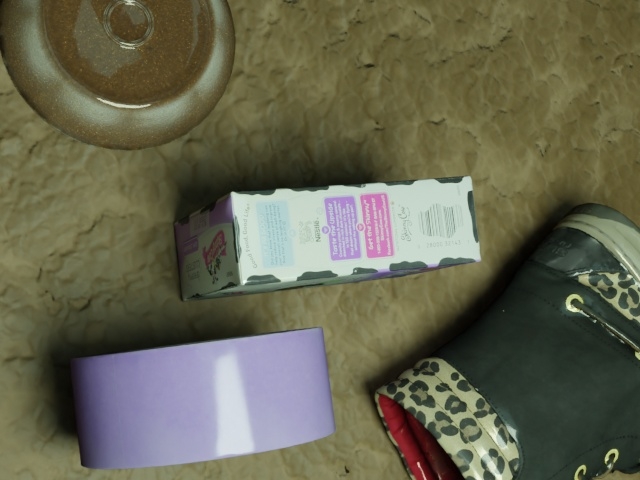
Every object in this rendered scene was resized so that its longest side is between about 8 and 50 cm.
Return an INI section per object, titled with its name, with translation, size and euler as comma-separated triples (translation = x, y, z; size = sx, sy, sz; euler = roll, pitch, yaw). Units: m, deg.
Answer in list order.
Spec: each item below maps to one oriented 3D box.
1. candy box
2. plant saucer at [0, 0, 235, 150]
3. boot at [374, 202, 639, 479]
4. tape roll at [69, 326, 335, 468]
[candy box]
translation = 0.000, 0.000, 0.929
size = 0.196, 0.165, 0.070
euler = -5, 86, -23
[plant saucer]
translation = -0.159, -0.173, 0.955
size = 0.198, 0.036, 0.199
euler = 2, 83, -21
[boot]
translation = 0.244, 0.189, 1.020
size = 0.284, 0.138, 0.377
euler = -34, 93, -23
[tape roll]
translation = -0.086, 0.114, 0.869
size = 0.189, 0.189, 0.080
euler = -5, 86, -22
